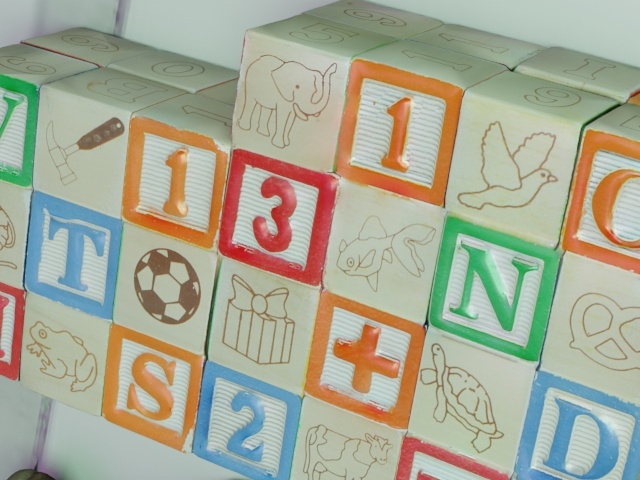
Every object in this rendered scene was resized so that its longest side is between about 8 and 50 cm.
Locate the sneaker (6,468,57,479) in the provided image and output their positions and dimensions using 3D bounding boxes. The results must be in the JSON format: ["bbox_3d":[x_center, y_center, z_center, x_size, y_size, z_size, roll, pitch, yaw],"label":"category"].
[{"bbox_3d":[-0.093,0.188,0.768,0.071,0.066,0.188,-11,105,14],"label":"sneaker"}]

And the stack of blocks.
[{"bbox_3d":[0.000,0.000,0.634,0.297,0.087,0.171,18,113,24],"label":"stack of blocks"}]
